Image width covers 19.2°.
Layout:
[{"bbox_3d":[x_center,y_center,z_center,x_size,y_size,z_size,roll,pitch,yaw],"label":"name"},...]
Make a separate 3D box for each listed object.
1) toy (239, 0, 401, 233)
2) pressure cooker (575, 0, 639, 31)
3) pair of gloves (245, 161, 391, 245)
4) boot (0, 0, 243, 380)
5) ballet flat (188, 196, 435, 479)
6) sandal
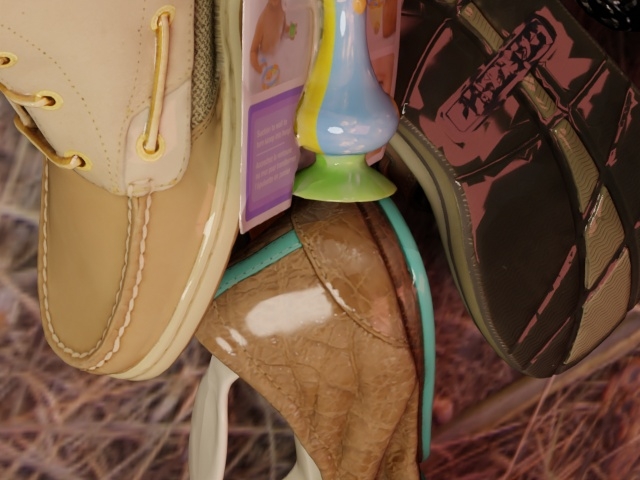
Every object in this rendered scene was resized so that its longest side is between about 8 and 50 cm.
[{"bbox_3d":[0.023,-0.127,0.671,0.137,0.056,0.237,-30,130,-62],"label":"toy"},{"bbox_3d":[0.292,-0.165,0.750,0.370,0.375,0.420,44,80,-29],"label":"pressure cooker"},{"bbox_3d":[0.000,0.000,0.867,0.083,0.010,0.074,-27,132,-28],"label":"pair of gloves"},{"bbox_3d":[-0.119,-0.066,0.647,0.203,0.095,0.262,-7,117,-41],"label":"boot"},{"bbox_3d":[0.004,0.121,0.887,0.124,0.116,0.342,-20,136,-6],"label":"ballet flat"},{"bbox_3d":[0.066,-0.065,0.838,0.120,0.086,0.303,-40,122,-9],"label":"sandal"}]
